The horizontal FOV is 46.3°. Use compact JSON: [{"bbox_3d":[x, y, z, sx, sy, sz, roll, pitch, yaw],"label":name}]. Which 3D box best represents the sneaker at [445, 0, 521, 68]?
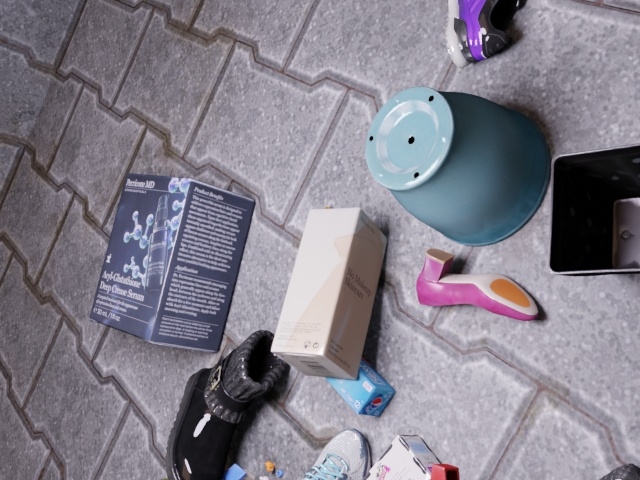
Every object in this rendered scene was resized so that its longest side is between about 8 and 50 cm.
[{"bbox_3d":[0.324,-0.490,1.463,0.146,0.102,0.293,-11,75,37],"label":"sneaker"}]

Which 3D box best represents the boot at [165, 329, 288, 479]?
[{"bbox_3d":[-0.200,0.377,1.622,0.260,0.131,0.348,-32,40,33],"label":"boot"}]

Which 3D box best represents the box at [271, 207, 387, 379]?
[{"bbox_3d":[0.023,0.101,1.471,0.121,0.148,0.311,-1,63,32],"label":"box"}]

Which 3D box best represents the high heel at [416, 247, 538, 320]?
[{"bbox_3d":[0.276,0.112,1.355,0.244,0.082,0.117,26,125,32],"label":"high heel"}]

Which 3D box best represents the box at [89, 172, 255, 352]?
[{"bbox_3d":[-0.373,0.050,1.873,0.294,0.212,0.395,8,83,45],"label":"box"}]

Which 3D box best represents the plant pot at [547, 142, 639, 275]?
[{"bbox_3d":[0.472,-0.030,1.130,0.188,0.167,0.187,-5,75,43],"label":"plant pot"}]

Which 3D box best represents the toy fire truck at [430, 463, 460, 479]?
[{"bbox_3d":[0.160,0.467,1.260,0.135,0.047,0.192,0,78,42],"label":"toy fire truck"}]

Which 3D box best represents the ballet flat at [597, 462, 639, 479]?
[{"bbox_3d":[0.418,0.396,1.149,0.173,0.057,0.049,-35,15,30],"label":"ballet flat"}]

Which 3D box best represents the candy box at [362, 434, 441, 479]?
[{"bbox_3d":[0.178,0.484,1.322,0.159,0.071,0.233,-55,49,17],"label":"candy box"}]

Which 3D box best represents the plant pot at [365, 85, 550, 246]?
[{"bbox_3d":[0.227,-0.149,1.336,0.272,0.255,0.271,-15,67,40],"label":"plant pot"}]

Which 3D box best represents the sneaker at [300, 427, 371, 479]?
[{"bbox_3d":[0.007,0.472,1.392,0.110,0.122,0.283,22,63,21],"label":"sneaker"}]

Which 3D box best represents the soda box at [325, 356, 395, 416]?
[{"bbox_3d":[0.052,0.259,1.507,0.210,0.071,0.067,43,106,42],"label":"soda box"}]

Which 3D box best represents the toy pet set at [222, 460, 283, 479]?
[{"bbox_3d":[-0.157,0.532,1.628,0.114,0.065,0.122,23,93,45],"label":"toy pet set"}]

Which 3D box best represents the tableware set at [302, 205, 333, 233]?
[{"bbox_3d":[0.000,0.000,1.667,0.104,0.024,0.154,5,81,44],"label":"tableware set"}]

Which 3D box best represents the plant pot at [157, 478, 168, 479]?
[{"bbox_3d":[-0.390,0.681,1.603,0.366,0.353,0.366,-15,68,40],"label":"plant pot"}]
